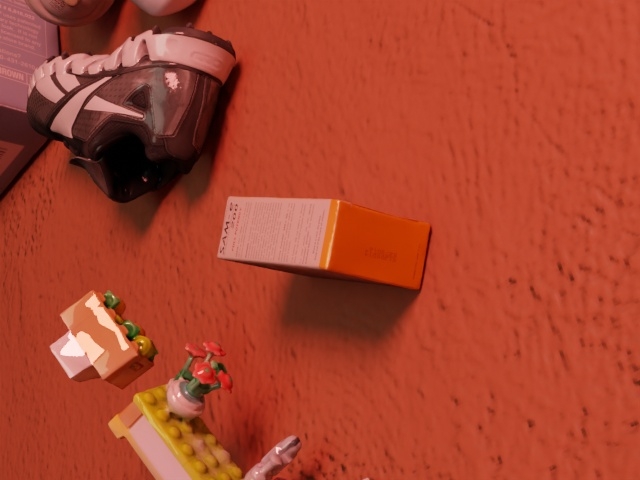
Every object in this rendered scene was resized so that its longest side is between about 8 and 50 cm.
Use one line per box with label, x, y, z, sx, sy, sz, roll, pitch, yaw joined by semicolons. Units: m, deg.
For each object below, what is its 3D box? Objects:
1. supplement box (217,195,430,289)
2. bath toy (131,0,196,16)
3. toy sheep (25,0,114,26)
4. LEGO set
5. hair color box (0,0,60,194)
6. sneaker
supplement box;0.000;0.000;0.583;0.098;0.062;0.036;4;83;52
bath toy;-0.068;-0.293;0.713;0.348;0.129;0.151;-44;48;37
toy sheep;-0.198;-0.212;0.894;0.091;0.091;0.132;-62;20;18
LEGO set;-0.043;0.121;0.559;0.107;0.132;0.287;-46;39;23
hair color box;-0.338;-0.225;1.058;0.185;0.114;0.374;-38;52;40
sneaker;-0.149;-0.077;0.790;0.234;0.078;0.106;-5;73;50
